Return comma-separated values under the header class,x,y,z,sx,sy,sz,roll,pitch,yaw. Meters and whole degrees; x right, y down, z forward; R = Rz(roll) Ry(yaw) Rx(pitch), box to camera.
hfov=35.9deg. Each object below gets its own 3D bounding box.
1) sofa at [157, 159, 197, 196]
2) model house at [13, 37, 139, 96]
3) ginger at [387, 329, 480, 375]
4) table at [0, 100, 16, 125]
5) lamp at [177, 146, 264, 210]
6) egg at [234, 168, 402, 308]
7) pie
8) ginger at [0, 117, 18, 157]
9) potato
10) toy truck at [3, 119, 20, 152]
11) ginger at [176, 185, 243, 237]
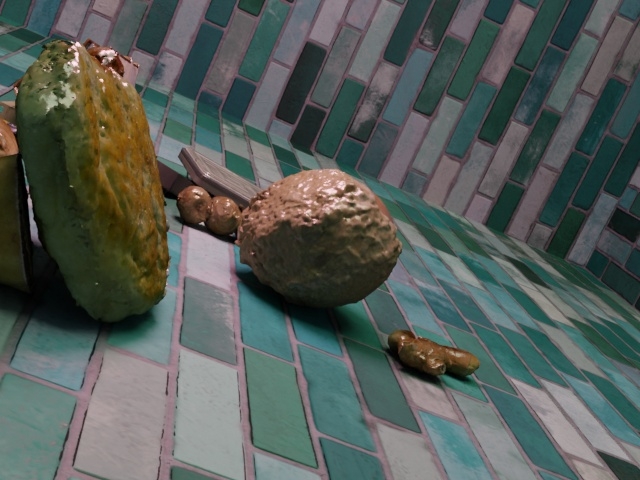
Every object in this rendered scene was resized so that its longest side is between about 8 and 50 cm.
class,x,y,z,sx,sy,sz,roll,pitch,yaw
sofa,-0.359,-0.142,2.222,0.147,0.060,0.085,31,-2,29
model house,-0.507,-0.277,2.028,0.206,0.271,0.178,12,-1,10
ginger,0.209,0.214,1.794,0.214,0.059,0.133,22,4,-23
table,-0.635,-0.250,2.084,0.083,0.062,0.079,26,10,3
lamp,-0.205,-0.120,2.354,0.266,0.047,0.269,29,8,-25
egg,0.000,0.000,1.824,0.310,0.279,0.279,-1,-1,27
pie,-0.324,-0.081,1.374,0.180,0.395,0.418,-14,14,-1
ginger,-0.589,-0.183,1.580,0.221,0.130,0.275,33,-5,44
potato,-0.436,-0.017,1.287,0.117,0.182,0.202,-3,42,-15
toy truck,-0.631,-0.215,1.969,0.123,0.052,0.063,25,7,-7
ginger,-0.205,-0.050,2.052,0.204,0.080,0.104,22,-2,-27
